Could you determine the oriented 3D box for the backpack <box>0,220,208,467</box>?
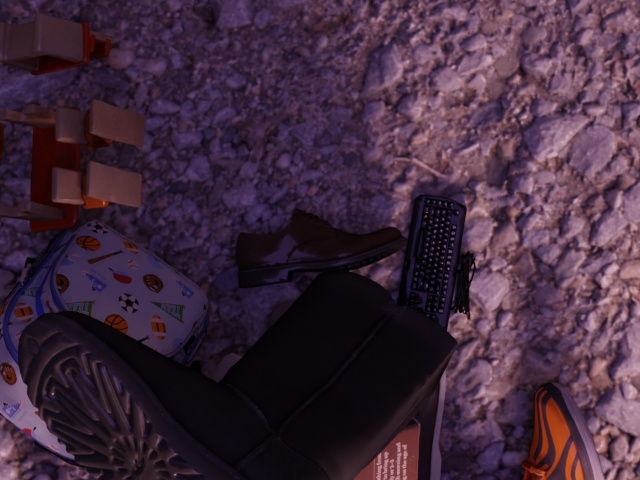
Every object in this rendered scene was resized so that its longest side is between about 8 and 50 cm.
[{"bbox_3d":[-0.277,0.129,1.640,0.276,0.263,0.213,30,133,-4],"label":"backpack"}]

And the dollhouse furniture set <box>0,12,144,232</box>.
[{"bbox_3d":[-0.330,-0.141,1.675,0.262,0.135,0.259,-5,80,35],"label":"dollhouse furniture set"}]

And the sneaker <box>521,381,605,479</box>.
[{"bbox_3d":[0.279,0.355,1.765,0.180,0.124,0.321,-11,93,-4],"label":"sneaker"}]

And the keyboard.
[{"bbox_3d":[0.161,0.039,1.790,0.100,0.038,0.192,8,92,-4],"label":"keyboard"}]

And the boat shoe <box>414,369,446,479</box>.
[{"bbox_3d":[0.124,0.225,1.771,0.069,0.081,0.227,1,96,-6],"label":"boat shoe"}]

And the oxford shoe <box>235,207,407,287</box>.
[{"bbox_3d":[0.000,0.000,1.758,0.227,0.083,0.096,-8,85,-6],"label":"oxford shoe"}]

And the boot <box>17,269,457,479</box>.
[{"bbox_3d":[-0.077,0.136,1.542,0.367,0.445,0.146,44,131,5],"label":"boot"}]

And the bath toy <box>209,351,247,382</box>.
[{"bbox_3d":[-0.176,0.295,1.737,0.151,0.129,0.348,36,83,34],"label":"bath toy"}]

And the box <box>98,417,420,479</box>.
[{"bbox_3d":[-0.069,0.326,1.637,0.381,0.143,0.191,-14,116,-32],"label":"box"}]
